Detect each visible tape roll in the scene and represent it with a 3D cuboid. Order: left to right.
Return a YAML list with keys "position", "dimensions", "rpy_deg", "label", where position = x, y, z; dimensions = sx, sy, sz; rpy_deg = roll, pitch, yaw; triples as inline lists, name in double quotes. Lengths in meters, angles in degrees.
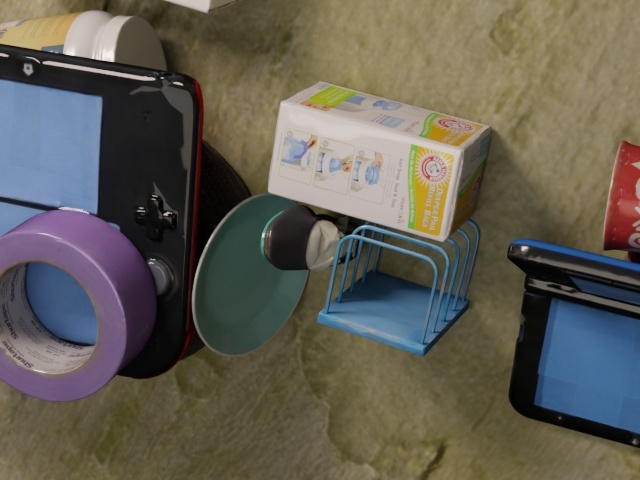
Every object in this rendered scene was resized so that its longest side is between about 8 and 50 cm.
- position: [-0.272, 0.068, 1.815]
  dimensions: [0.189, 0.080, 0.189]
  rpy_deg: [6, 111, 17]
  label: "tape roll"

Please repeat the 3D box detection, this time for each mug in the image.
- position: [0.378, -0.027, 1.738]
  dimensions: [0.169, 0.150, 0.113]
  rpy_deg: [9, 75, 14]
  label: "mug"

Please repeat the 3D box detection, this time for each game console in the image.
- position: [-0.311, -0.038, 1.860]
  dimensions: [0.386, 0.060, 0.342]
  rpy_deg: [11, 114, 16]
  label: "game console"
- position: [0.329, 0.124, 1.761]
  dimensions: [0.293, 0.250, 0.173]
  rpy_deg: [13, 86, 17]
  label: "game console"

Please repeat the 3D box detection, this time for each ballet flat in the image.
- position: [0.000, 0.000, 1.831]
  dimensions: [0.074, 0.203, 0.074]
  rpy_deg: [0, 89, 17]
  label: "ballet flat"

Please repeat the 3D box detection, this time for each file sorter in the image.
- position: [0.089, 0.033, 1.822]
  dimensions: [0.118, 0.170, 0.105]
  rpy_deg: [18, 110, 16]
  label: "file sorter"

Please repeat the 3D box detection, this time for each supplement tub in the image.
- position: [-0.284, -0.177, 1.911]
  dimensions: [0.199, 0.144, 0.144]
  rpy_deg: [-4, 106, 23]
  label: "supplement tub"

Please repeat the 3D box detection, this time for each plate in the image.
- position: [-0.079, 0.035, 1.887]
  dimensions: [0.024, 0.188, 0.188]
  rpy_deg: [21, 116, 36]
  label: "plate"

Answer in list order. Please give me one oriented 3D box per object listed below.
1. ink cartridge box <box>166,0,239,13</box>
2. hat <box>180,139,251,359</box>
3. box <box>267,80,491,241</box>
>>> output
- position: [-0.199, -0.374, 1.826]
  dimensions: [0.272, 0.115, 0.198]
  rpy_deg: [17, 113, 16]
  label: "ink cartridge box"
- position: [-0.238, 0.018, 1.968]
  dimensions: [0.331, 0.134, 0.331]
  rpy_deg: [7, 111, 19]
  label: "hat"
- position: [0.063, -0.085, 1.820]
  dimensions: [0.203, 0.114, 0.103]
  rpy_deg: [16, 112, 17]
  label: "box"
